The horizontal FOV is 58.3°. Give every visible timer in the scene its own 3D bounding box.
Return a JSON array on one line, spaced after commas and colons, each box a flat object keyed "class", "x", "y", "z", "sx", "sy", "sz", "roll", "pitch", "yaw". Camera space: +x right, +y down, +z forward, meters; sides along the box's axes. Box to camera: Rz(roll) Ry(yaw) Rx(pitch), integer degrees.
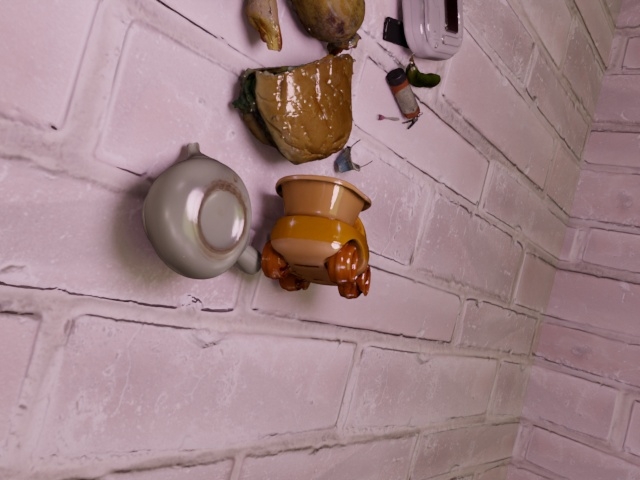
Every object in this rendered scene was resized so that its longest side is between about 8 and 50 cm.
[{"class": "timer", "x": 0.299, "y": -0.611, "z": 1.501, "sx": 0.237, "sy": 0.087, "sz": 0.262, "roll": -15, "pitch": 104, "yaw": -49}]

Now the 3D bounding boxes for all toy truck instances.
[{"class": "toy truck", "x": 0.000, "y": 0.000, "z": 1.206, "sx": 0.288, "sy": 0.204, "sz": 0.212, "roll": 46, "pitch": 51, "yaw": -68}]

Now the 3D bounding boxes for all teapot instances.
[{"class": "teapot", "x": -0.198, "y": -0.003, "z": 1.031, "sx": 0.220, "sy": 0.149, "sz": 0.318, "roll": -54, "pitch": 135, "yaw": -36}]

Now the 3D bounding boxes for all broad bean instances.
[{"class": "broad bean", "x": 0.274, "y": -0.445, "z": 1.551, "sx": 0.069, "sy": 0.039, "sz": 0.226, "roll": -47, "pitch": 162, "yaw": 19}]

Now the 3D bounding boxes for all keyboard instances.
[{"class": "keyboard", "x": 0.223, "y": -0.539, "z": 1.504, "sx": 0.195, "sy": 0.018, "sz": 0.060, "roll": -6, "pitch": 111, "yaw": -50}]

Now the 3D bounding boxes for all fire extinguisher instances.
[{"class": "fire extinguisher", "x": 0.226, "y": -0.373, "z": 1.526, "sx": 0.062, "sy": 0.050, "sz": 0.177, "roll": -29, "pitch": 132, "yaw": 7}]

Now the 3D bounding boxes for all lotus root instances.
[{"class": "lotus root", "x": 0.023, "y": -0.486, "z": 1.179, "sx": 0.154, "sy": 0.154, "sz": 0.278, "roll": -56, "pitch": 143, "yaw": -25}]

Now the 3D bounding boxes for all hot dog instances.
[{"class": "hot dog", "x": -0.110, "y": -0.434, "z": 1.090, "sx": 0.078, "sy": 0.061, "sz": 0.169, "roll": 50, "pitch": 34, "yaw": -80}]

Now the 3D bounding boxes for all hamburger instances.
[{"class": "hamburger", "x": -0.031, "y": -0.266, "z": 1.180, "sx": 0.308, "sy": 0.132, "sz": 0.211, "roll": -28, "pitch": 118, "yaw": -45}]

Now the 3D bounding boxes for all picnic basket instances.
[{"class": "picnic basket", "x": 0.077, "y": -0.197, "z": 1.372, "sx": 0.083, "sy": 0.083, "sz": 0.065, "roll": -26, "pitch": 113, "yaw": 7}]

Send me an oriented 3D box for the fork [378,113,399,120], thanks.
[{"class": "fork", "x": 0.179, "y": -0.323, "z": 1.514, "sx": 0.115, "sy": 0.012, "sz": 0.016, "roll": -12, "pitch": 113, "yaw": -54}]
